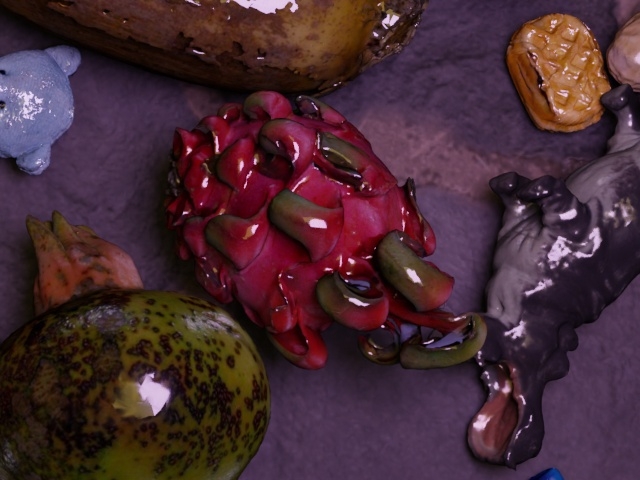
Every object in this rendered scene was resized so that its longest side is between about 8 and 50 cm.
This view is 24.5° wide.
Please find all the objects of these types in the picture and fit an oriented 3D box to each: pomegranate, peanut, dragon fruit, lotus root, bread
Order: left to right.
[{"bbox_3d":[-0.170,0.115,1.177,0.222,0.276,0.204,-5,120,-27],"label":"pomegranate"},{"bbox_3d":[-0.108,-0.224,1.219,0.397,0.196,0.179,16,91,-4],"label":"lotus root"},{"bbox_3d":[-0.010,0.000,1.171,0.198,0.273,0.218,-11,126,-21],"label":"dragon fruit"},{"bbox_3d":[0.216,-0.151,1.325,0.083,0.044,0.110,-19,81,-11],"label":"bread"},{"bbox_3d":[0.332,-0.184,1.325,0.174,0.080,0.080,-18,83,-22],"label":"peanut"}]

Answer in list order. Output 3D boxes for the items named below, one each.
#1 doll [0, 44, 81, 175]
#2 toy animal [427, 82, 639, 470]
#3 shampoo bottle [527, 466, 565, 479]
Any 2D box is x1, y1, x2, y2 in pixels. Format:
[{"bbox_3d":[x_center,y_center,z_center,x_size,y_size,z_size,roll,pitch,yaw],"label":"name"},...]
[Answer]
[{"bbox_3d":[-0.294,-0.129,1.240,0.180,0.075,0.120,15,76,-5],"label":"doll"},{"bbox_3d":[0.203,0.020,1.259,0.168,0.106,0.343,42,81,-21],"label":"toy animal"},{"bbox_3d":[0.213,0.290,1.246,0.087,0.050,0.183,-31,85,-14],"label":"shampoo bottle"}]
